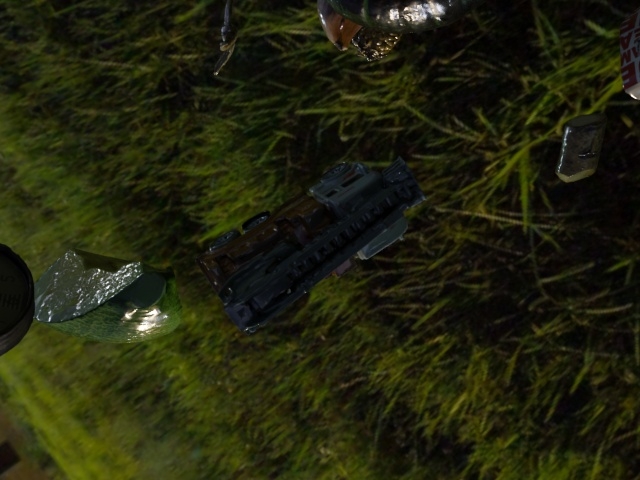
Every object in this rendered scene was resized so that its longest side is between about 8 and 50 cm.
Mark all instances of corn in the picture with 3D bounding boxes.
[{"bbox_3d":[0.179,-0.559,1.576,0.115,0.115,0.317,43,110,25],"label":"corn"}]

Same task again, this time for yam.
[{"bbox_3d":[0.451,-0.156,1.189,0.070,0.070,0.146,35,144,37],"label":"yam"}]

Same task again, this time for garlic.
[{"bbox_3d":[0.081,-0.452,1.262,0.128,0.198,0.090,49,179,-39],"label":"garlic"}]

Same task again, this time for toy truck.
[{"bbox_3d":[0.000,0.000,1.001,0.132,0.338,0.184,60,172,-17],"label":"toy truck"}]

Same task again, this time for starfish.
[{"bbox_3d":[-0.237,-0.530,1.747,0.217,0.050,0.223,-121,47,-61],"label":"starfish"}]

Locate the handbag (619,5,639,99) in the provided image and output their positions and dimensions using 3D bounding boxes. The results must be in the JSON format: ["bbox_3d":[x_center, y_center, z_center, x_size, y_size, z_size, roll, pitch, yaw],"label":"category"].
[{"bbox_3d":[0.527,-0.303,0.911,0.151,0.298,0.171,54,148,-4],"label":"handbag"}]

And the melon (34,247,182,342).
[{"bbox_3d":[-0.280,0.081,0.929,0.323,0.196,0.124,5,89,63],"label":"melon"}]

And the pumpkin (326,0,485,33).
[{"bbox_3d":[0.131,-0.456,1.011,0.315,0.315,0.238,48,-168,16],"label":"pumpkin"}]

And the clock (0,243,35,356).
[{"bbox_3d":[-0.418,0.062,0.772,0.184,0.185,0.040,45,131,22],"label":"clock"}]
